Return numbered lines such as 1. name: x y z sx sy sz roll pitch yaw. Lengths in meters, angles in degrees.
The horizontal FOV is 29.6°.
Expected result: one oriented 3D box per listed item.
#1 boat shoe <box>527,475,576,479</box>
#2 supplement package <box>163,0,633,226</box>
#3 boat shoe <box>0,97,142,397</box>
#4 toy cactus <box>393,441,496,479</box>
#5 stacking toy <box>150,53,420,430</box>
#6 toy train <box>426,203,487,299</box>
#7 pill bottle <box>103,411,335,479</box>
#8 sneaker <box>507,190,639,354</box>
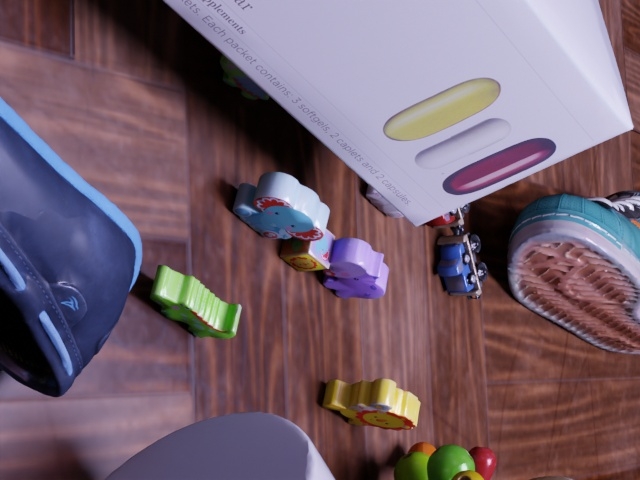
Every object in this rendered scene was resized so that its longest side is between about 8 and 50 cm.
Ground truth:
1. boat shoe: 0.167 0.306 0.867 0.089 0.105 0.285 -1 95 -59
2. supplement package: 0.035 -0.171 0.662 0.262 0.145 0.204 38 37 -42
3. boat shoe: -0.156 -0.015 0.454 0.258 0.109 0.089 38 58 -43
4. toy cactus: 0.078 0.214 0.737 0.219 0.112 0.180 -9 109 -82
5. stacking toy: 0.000 0.000 0.716 0.221 0.052 0.166 37 55 -45
6. toy train: 0.087 -0.028 0.864 0.036 0.027 0.158 -33 111 -48
7. pill bottle: 0.000 0.234 0.575 0.169 0.169 0.301 -53 126 -45
8. sneaker: 0.232 0.005 1.004 0.302 0.108 0.121 35 56 -56
